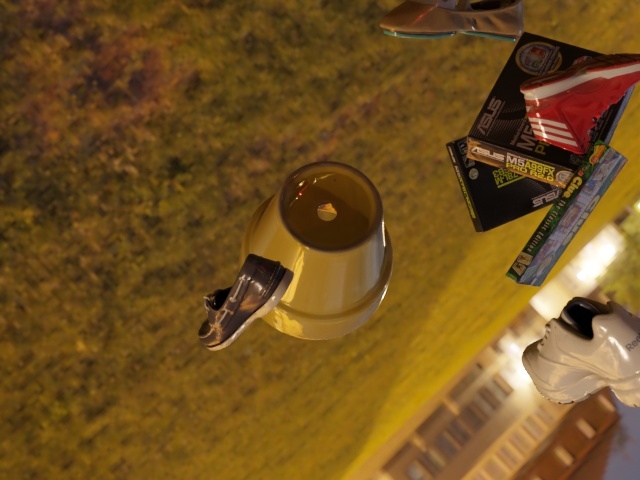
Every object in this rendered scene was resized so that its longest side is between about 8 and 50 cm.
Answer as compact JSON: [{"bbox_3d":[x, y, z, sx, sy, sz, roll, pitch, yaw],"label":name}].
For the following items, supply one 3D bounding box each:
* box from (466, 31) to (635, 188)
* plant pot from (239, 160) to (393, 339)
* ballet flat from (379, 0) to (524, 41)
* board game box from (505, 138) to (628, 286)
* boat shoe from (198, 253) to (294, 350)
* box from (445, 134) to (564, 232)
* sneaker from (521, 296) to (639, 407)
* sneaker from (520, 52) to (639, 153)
[{"bbox_3d":[0.400,-0.224,2.074,0.270,0.216,0.060,-59,159,-29],"label":"box"},{"bbox_3d":[0.000,0.000,1.921,0.254,0.254,0.239,-40,165,-22],"label":"plant pot"},{"bbox_3d":[0.169,-0.295,1.539,0.232,0.080,0.073,-6,112,-39],"label":"ballet flat"},{"bbox_3d":[0.398,-0.040,1.945,0.259,0.030,0.136,-58,158,11],"label":"board game box"},{"bbox_3d":[-0.106,0.071,1.469,0.206,0.065,0.075,-38,-158,51],"label":"boat shoe"},{"bbox_3d":[0.355,-0.132,2.302,0.191,0.184,0.045,-21,-176,-15],"label":"box"},{"bbox_3d":[0.324,0.123,1.468,0.111,0.129,0.297,-44,-173,-20],"label":"sneaker"},{"bbox_3d":[0.420,-0.209,1.862,0.221,0.128,0.087,-14,-162,-5],"label":"sneaker"}]
